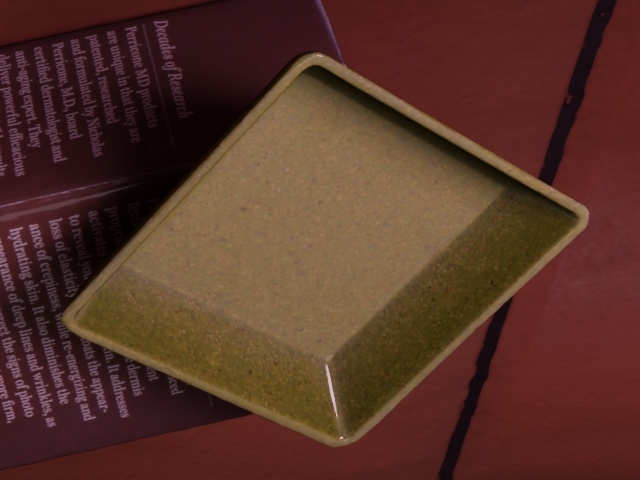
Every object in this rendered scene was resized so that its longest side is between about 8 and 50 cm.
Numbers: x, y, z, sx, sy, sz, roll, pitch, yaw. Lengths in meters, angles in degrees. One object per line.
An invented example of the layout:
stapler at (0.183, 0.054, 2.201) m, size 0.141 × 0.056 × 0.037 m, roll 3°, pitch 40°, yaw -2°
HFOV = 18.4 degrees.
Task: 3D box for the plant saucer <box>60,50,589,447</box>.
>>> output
plant saucer at (0.000, 0.000, 0.949) m, size 0.188 × 0.045 × 0.188 m, roll 27°, pitch 119°, yaw -34°

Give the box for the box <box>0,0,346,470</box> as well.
box at (-0.164, 0.009, 1.036) m, size 0.381 × 0.143 × 0.191 m, roll -11°, pitch 134°, yaw -4°
